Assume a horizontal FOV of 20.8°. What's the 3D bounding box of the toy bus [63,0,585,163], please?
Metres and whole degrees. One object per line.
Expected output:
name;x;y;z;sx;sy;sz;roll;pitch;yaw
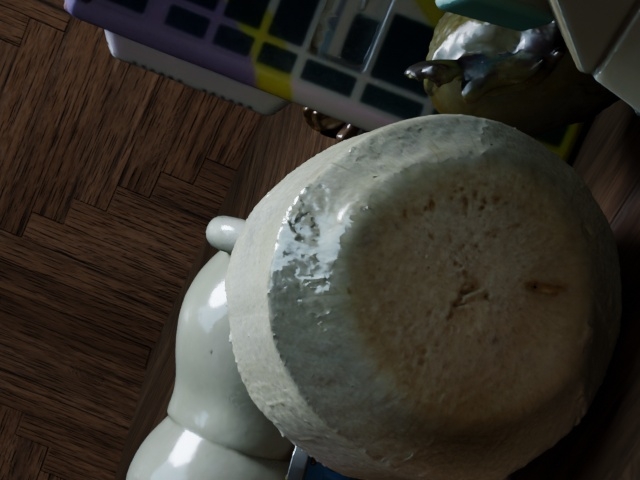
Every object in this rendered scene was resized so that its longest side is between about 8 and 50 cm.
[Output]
toy bus;0.013;-0.213;1.390;0.209;0.440;0.249;-102;33;-75

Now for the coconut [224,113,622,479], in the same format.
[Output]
coconut;0.061;0.042;1.130;0.237;0.237;0.266;-69;14;-8

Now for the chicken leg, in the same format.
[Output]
chicken leg;0.221;-0.200;1.168;0.361;0.140;0.211;-43;0;11

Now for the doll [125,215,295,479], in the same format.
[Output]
doll;-0.056;0.159;1.671;0.215;0.226;0.370;25;104;52

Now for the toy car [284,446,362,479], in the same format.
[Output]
toy car;0.023;0.200;1.451;0.191;0.100;0.097;86;-161;-61

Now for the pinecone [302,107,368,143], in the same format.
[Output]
pinecone;0.065;-0.223;1.905;0.244;0.244;0.309;120;153;-44

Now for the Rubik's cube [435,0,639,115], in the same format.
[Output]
Rubik's cube;0.174;-0.186;0.936;0.213;0.265;0.224;-60;36;36
